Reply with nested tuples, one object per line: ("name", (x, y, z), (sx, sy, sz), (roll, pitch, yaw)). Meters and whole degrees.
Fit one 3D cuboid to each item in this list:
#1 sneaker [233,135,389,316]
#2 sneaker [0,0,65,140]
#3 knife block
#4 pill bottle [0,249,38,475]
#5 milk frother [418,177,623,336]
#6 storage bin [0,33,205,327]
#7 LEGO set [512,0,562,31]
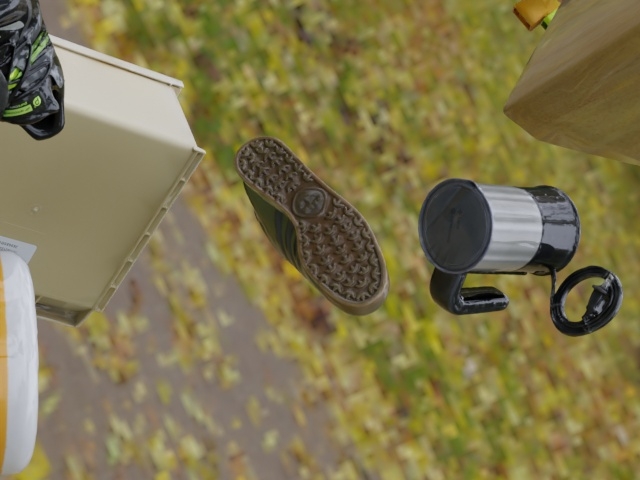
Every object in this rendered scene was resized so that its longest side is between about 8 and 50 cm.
("sneaker", (0.000, 0.000, 1.641), (0.192, 0.064, 0.086), (51, -10, 30))
("sneaker", (-0.210, -0.123, 1.371), (0.188, 0.067, 0.078), (68, -2, -71))
("knife block", (0.201, -0.123, 0.885), (0.088, 0.276, 0.242), (-59, 148, -26))
("pill bottle", (-0.339, 0.087, 1.359), (0.162, 0.278, 0.162), (179, -90, -76))
("milk frother", (0.179, 0.016, 1.747), (0.135, 0.143, 0.129), (1, 98, -48))
("storage bin", (-0.296, -0.064, 1.980), (0.262, 0.260, 0.123), (18, 29, -34))
("LEGO set", (0.204, -0.140, 1.309), (0.227, 0.093, 0.087), (50, -1, 3))
